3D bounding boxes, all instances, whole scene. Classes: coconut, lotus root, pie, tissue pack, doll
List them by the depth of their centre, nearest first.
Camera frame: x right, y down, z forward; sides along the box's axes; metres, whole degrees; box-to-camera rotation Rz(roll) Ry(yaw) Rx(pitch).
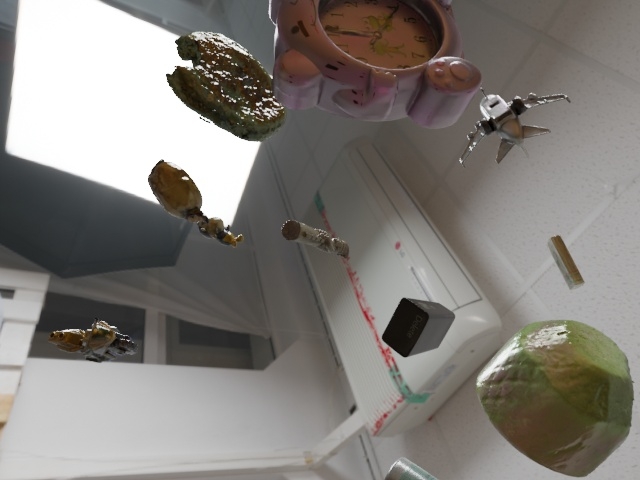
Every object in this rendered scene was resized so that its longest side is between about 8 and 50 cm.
[{"bbox_3d":[0.357,0.243,0.701,0.236,0.204,0.236,-170,-90,-67],"label":"coconut"},{"bbox_3d":[0.497,0.045,0.917,0.023,0.056,0.108,-21,-113,10],"label":"tissue pack"},{"bbox_3d":[-0.206,-0.355,1.044,0.067,0.302,0.303,-34,-131,39],"label":"pie"},{"bbox_3d":[-0.390,-0.126,1.249,0.118,0.221,0.125,-34,-173,5],"label":"lotus root"},{"bbox_3d":[-0.358,-0.033,1.589,0.102,0.179,0.089,-49,154,-59],"label":"doll"}]

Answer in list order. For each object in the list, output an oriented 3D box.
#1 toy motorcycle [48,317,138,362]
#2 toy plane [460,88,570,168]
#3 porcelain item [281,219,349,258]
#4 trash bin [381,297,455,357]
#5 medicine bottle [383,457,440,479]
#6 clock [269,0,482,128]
[{"bbox_3d":[-0.574,0.246,1.124,0.130,0.229,0.094,65,29,-57],"label":"toy motorcycle"},{"bbox_3d":[0.414,-0.280,1.026,0.251,0.101,0.255,-32,-144,22],"label":"toy plane"},{"bbox_3d":[0.000,0.000,1.188,0.084,0.213,0.054,23,-88,48],"label":"porcelain item"},{"bbox_3d":[0.335,0.286,1.491,0.115,0.225,0.165,35,-74,40],"label":"trash bin"},{"bbox_3d":[0.292,0.586,0.910,0.351,0.110,0.110,21,-80,34],"label":"medicine bottle"},{"bbox_3d":[0.079,-0.324,0.741,0.113,0.322,0.296,110,-22,-65],"label":"clock"}]
